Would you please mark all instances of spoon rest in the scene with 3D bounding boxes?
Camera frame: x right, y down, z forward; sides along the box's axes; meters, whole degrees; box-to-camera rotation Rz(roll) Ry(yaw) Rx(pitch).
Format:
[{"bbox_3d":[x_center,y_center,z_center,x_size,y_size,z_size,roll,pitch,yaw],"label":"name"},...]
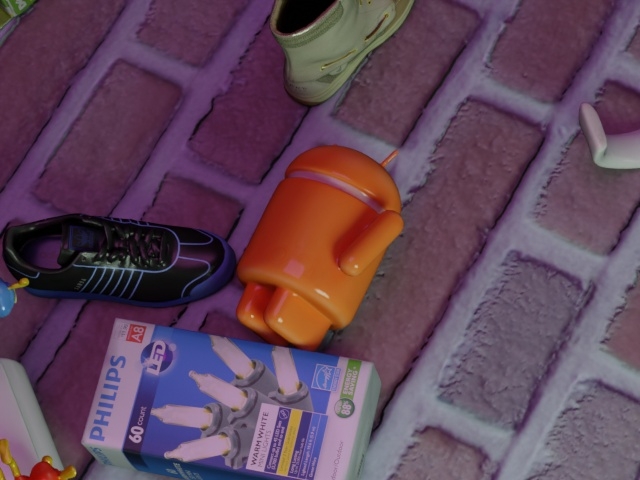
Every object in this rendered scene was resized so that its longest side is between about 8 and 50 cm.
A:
[{"bbox_3d":[0.387,-0.123,1.837,0.276,0.084,0.137,-11,66,-11],"label":"spoon rest"}]

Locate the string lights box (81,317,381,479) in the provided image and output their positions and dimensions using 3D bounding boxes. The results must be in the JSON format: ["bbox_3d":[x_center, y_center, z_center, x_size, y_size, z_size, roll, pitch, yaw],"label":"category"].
[{"bbox_3d":[-0.084,0.167,1.769,0.259,0.077,0.133,9,70,12],"label":"string lights box"}]

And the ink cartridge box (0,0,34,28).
[{"bbox_3d":[-0.405,-0.315,2.012,0.189,0.097,0.255,41,77,21],"label":"ink cartridge box"}]

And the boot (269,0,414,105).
[{"bbox_3d":[0.028,-0.255,1.885,0.077,0.165,0.213,34,77,19],"label":"boot"}]

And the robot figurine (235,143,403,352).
[{"bbox_3d":[0.002,0.000,1.801,0.128,0.158,0.219,26,72,0],"label":"robot figurine"}]

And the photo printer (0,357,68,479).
[{"bbox_3d":[-0.348,0.296,1.735,0.256,0.107,0.308,-24,66,-2],"label":"photo printer"}]

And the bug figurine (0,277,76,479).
[{"bbox_3d":[-0.344,0.163,1.695,0.216,0.072,0.279,-20,69,4],"label":"bug figurine"}]

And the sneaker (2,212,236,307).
[{"bbox_3d":[-0.205,0.016,1.844,0.232,0.090,0.081,-4,66,7],"label":"sneaker"}]
